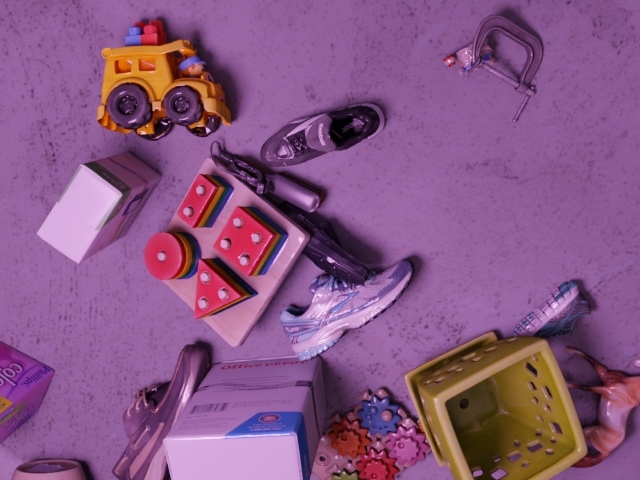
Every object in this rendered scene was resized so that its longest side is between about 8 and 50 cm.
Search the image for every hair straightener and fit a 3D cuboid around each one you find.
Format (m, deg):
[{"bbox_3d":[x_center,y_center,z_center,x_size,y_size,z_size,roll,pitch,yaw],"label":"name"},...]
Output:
[{"bbox_3d":[-0.103,-0.117,1.325,0.230,0.089,0.047,31,106,1],"label":"hair straightener"}]

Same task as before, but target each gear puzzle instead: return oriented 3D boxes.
[{"bbox_3d":[0.047,0.446,1.443,0.339,0.044,0.175,-42,91,18],"label":"gear puzzle"}]

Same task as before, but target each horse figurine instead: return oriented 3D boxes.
[{"bbox_3d":[0.512,0.317,1.345,0.175,0.066,0.263,17,102,11],"label":"horse figurine"}]

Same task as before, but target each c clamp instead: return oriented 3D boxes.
[{"bbox_3d":[0.313,-0.297,1.232,0.161,0.022,0.137,28,96,-25],"label":"c clamp"}]

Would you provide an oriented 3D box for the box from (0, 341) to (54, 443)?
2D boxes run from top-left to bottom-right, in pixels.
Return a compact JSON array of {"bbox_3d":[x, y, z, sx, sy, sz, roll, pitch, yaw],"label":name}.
[{"bbox_3d":[-0.699,0.287,1.436,0.243,0.213,0.117,29,105,2],"label":"box"}]

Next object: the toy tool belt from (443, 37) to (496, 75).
[{"bbox_3d":[0.257,-0.308,1.249,0.083,0.052,0.051,-30,100,-4],"label":"toy tool belt"}]

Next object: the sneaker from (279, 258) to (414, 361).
[{"bbox_3d":[0.043,0.107,1.346,0.283,0.110,0.122,-36,89,12],"label":"sneaker"}]

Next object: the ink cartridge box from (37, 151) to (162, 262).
[{"bbox_3d":[-0.391,-0.067,1.316,0.093,0.212,0.154,36,104,-4],"label":"ink cartridge box"}]

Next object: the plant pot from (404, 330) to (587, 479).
[{"bbox_3d":[0.288,0.297,1.278,0.228,0.207,0.227,-24,100,-13],"label":"plant pot"}]

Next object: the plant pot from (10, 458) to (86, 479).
[{"bbox_3d":[-0.561,0.600,1.488,0.257,0.256,0.273,0,87,8],"label":"plant pot"}]

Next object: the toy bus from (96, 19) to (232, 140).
[{"bbox_3d":[-0.276,-0.292,1.298,0.220,0.149,0.211,-1,86,6],"label":"toy bus"}]

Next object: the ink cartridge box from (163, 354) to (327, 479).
[{"bbox_3d":[-0.119,0.331,1.315,0.223,0.307,0.129,-6,103,9],"label":"ink cartridge box"}]

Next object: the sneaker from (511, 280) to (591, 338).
[{"bbox_3d":[0.421,0.154,1.325,0.076,0.065,0.166,43,106,-7],"label":"sneaker"}]

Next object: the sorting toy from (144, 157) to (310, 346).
[{"bbox_3d":[-0.192,0.020,1.320,0.257,0.089,0.255,39,107,21],"label":"sorting toy"}]

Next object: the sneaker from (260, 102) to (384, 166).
[{"bbox_3d":[-0.004,-0.186,1.287,0.234,0.106,0.078,-16,99,11],"label":"sneaker"}]

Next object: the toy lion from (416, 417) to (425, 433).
[{"bbox_3d":[0.223,0.352,1.414,0.096,0.034,0.100,-31,96,21],"label":"toy lion"}]

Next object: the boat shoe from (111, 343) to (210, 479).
[{"bbox_3d":[-0.327,0.358,1.442,0.130,0.132,0.355,23,103,2],"label":"boat shoe"}]

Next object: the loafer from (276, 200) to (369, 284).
[{"bbox_3d":[0.000,0.000,1.322,0.223,0.076,0.078,33,71,19],"label":"loafer"}]
